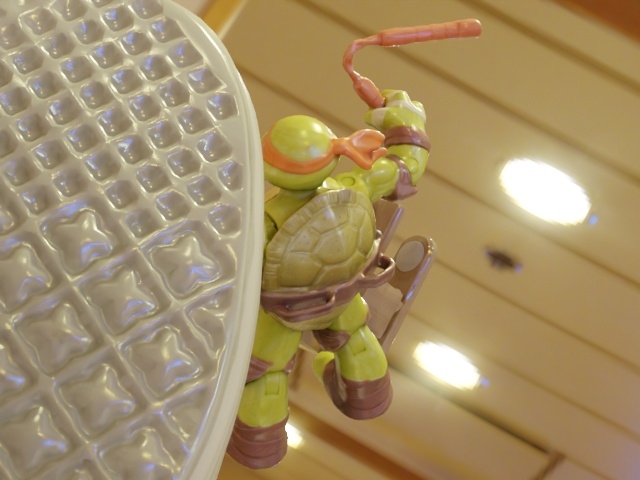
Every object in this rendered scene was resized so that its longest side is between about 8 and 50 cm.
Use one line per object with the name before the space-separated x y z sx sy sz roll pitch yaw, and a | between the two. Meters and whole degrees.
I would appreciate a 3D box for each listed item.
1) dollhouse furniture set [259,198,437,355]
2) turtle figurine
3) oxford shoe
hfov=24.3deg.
dollhouse furniture set | 0.000 0.000 1.003 0.144 0.123 0.151 17 -15 47
turtle figurine | 0.002 0.009 0.774 0.087 0.269 0.217 31 -39 33
oxford shoe | -0.129 0.127 0.469 0.169 0.449 0.130 13 -15 1
